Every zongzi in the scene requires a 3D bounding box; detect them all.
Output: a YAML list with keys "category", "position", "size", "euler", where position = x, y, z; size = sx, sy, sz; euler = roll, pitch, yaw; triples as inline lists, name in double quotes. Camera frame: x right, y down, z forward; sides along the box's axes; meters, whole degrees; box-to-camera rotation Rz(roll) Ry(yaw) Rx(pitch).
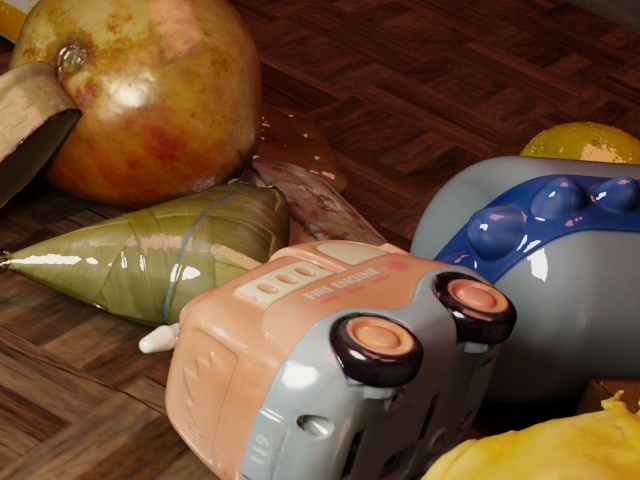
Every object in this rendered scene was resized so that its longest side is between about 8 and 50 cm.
- category: "zongzi"
  position: [-0.149, 0.004, 1.525]
  size: [0.256, 0.115, 0.228]
  euler: [10, 23, -5]

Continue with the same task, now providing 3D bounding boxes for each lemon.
- category: "lemon"
  position: [0.303, -0.053, 1.984]
  size: [0.206, 0.173, 0.173]
  euler: [5, 22, 1]

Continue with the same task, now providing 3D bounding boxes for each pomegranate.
- category: "pomegranate"
  position: [-0.174, -0.140, 1.678]
  size: [0.252, 0.229, 0.270]
  euler: [1, -13, 19]

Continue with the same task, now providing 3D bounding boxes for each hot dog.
- category: "hot dog"
  position: [0.000, 0.000, 1.706]
  size: [0.144, 0.075, 0.268]
  euler: [15, 18, -28]

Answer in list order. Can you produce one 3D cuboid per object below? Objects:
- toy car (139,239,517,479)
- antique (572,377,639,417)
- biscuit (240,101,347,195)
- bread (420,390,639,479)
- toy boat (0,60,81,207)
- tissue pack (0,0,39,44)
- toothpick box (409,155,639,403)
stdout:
- category: "toy car"
  position: [0.005, 0.095, 1.312]
  size: [0.212, 0.180, 0.270]
  euler: [32, 30, 29]
- category: "antique"
  position: [0.369, 0.188, 1.577]
  size: [0.310, 0.087, 0.093]
  euler: [4, 25, -35]
- category: "biscuit"
  position: [-0.135, -0.134, 1.947]
  size: [0.325, 0.044, 0.217]
  euler: [14, 24, -19]
- category: "bread"
  position: [0.234, 0.279, 1.003]
  size: [0.361, 0.250, 0.394]
  euler: [16, 23, -10]
- category: "toy boat"
  position: [-0.283, -0.082, 1.503]
  size: [0.061, 0.116, 0.188]
  euler: [39, 61, 8]
- category: "tissue pack"
  position: [-0.328, -0.309, 2.074]
  size: [0.225, 0.124, 0.185]
  euler: [32, 22, 26]
- category: "toothpick box"
  position: [0.243, 0.030, 1.604]
  size: [0.355, 0.263, 0.263]
  euler: [3, 28, -36]
